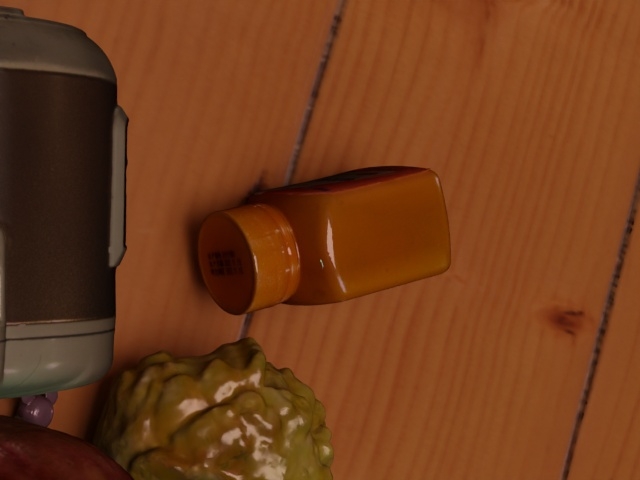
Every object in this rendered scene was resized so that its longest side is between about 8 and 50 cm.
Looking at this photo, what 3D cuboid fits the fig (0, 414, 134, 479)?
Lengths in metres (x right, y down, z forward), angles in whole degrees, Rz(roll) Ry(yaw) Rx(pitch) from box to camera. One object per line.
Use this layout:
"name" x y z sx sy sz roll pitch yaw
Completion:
"fig" -0.266 0.255 1.435 0.224 0.263 0.224 16 90 -79

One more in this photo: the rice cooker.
"rice cooker" -0.310 -0.009 1.334 0.335 0.335 0.325 1 90 -36

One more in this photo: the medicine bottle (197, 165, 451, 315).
"medicine bottle" 0.000 -0.001 1.666 0.222 0.149 0.112 -14 99 -34

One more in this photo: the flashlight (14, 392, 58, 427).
"flashlight" -0.267 0.186 1.556 0.052 0.031 0.110 13 88 -60

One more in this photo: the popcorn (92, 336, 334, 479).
"popcorn" -0.111 0.220 1.569 0.266 0.192 0.233 -34 115 -3
